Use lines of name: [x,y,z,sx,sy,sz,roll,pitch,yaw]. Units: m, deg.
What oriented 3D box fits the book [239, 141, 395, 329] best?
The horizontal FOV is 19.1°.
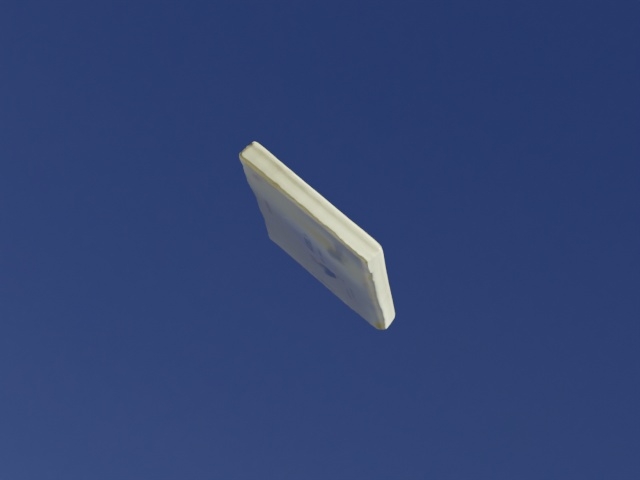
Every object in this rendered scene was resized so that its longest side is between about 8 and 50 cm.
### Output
book: [0.000,0.000,0.873,0.077,0.014,0.111,40,-10,16]
